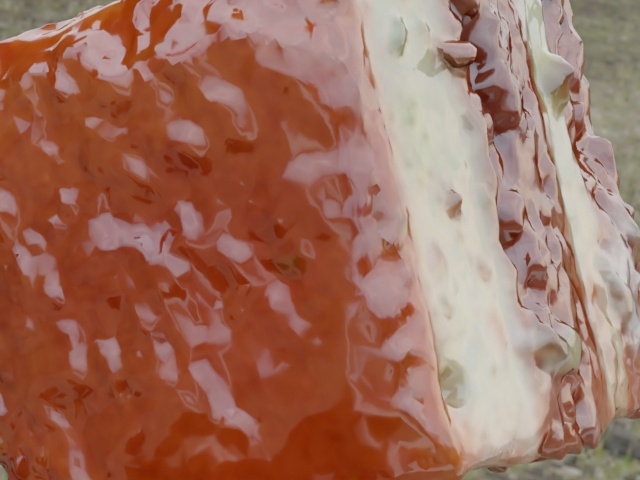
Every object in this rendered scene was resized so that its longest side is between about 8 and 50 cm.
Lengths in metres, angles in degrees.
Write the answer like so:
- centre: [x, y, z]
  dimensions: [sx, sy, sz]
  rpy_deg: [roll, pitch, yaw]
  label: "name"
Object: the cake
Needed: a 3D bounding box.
- centre: [0.000, 0.000, 0.728]
  dimensions: [0.270, 0.269, 0.319]
  rpy_deg: [-14, 1, 31]
  label: "cake"
